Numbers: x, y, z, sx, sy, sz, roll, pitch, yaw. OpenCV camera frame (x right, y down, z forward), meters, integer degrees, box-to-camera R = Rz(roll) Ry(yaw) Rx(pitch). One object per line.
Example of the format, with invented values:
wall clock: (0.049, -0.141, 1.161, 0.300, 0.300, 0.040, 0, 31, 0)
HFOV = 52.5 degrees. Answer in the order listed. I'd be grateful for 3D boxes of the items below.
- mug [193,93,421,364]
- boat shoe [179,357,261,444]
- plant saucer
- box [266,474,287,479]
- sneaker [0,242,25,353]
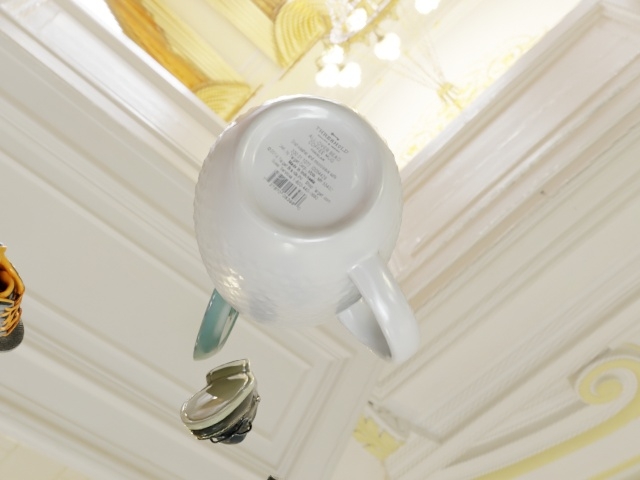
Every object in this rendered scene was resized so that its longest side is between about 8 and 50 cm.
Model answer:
mug: (0.000, 0.000, 0.843, 0.276, 0.374, 0.328, -34, 172, -13)
boat shoe: (-0.166, 0.306, 1.164, 0.127, 0.113, 0.340, -17, -177, -5)
plant saucer: (-0.183, 0.108, 1.356, 0.317, 0.044, 0.317, 21, 90, -90)
box: (-0.009, 0.495, 1.132, 0.180, 0.147, 0.077, 21, -106, 29)
sneaker: (-0.395, 0.071, 0.778, 0.215, 0.083, 0.084, 92, 6, -50)
